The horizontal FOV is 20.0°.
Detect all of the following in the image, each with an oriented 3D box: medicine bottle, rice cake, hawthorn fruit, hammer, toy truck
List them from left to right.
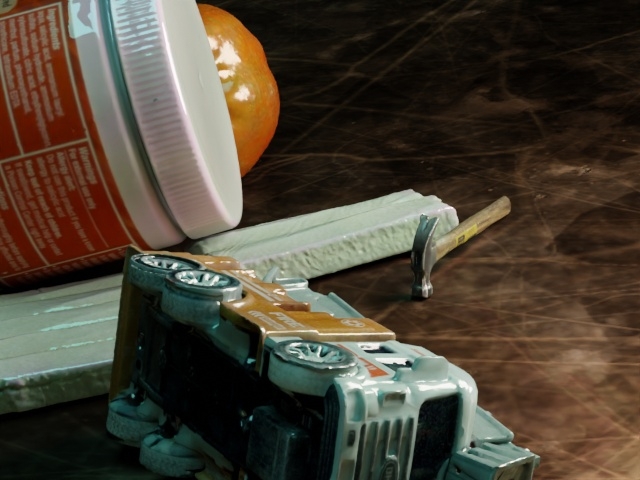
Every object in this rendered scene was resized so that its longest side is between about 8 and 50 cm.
[{"bbox_3d":[-0.211,-0.100,1.495,0.241,0.252,0.252,-14,23,5],"label":"medicine bottle"},{"bbox_3d":[-0.187,0.072,1.403,0.198,0.037,0.189,-14,25,-20],"label":"rice cake"},{"bbox_3d":[-0.121,-0.136,1.700,0.189,0.189,0.189,-5,24,2],"label":"hawthorn fruit"},{"bbox_3d":[0.000,0.104,1.183,0.184,0.132,0.338,-1,16,-32],"label":"toy truck"},{"bbox_3d":[0.001,0.000,1.521,0.222,0.042,0.080,-14,21,-17],"label":"rice cake"},{"bbox_3d":[0.119,-0.009,1.510,0.017,0.062,0.182,8,21,27],"label":"hammer"}]
